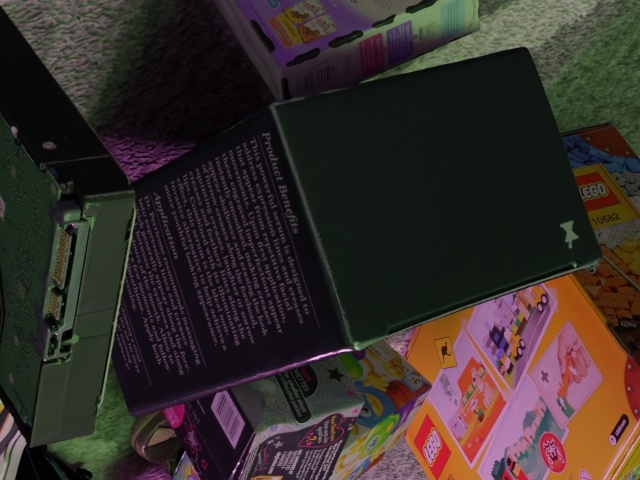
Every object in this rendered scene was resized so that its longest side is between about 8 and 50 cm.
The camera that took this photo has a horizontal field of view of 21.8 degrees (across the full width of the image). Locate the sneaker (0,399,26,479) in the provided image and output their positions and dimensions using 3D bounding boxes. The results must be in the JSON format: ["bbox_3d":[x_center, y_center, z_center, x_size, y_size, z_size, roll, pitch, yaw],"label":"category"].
[{"bbox_3d":[-0.380,0.204,1.756,0.127,0.126,0.321,2,126,-47],"label":"sneaker"}]

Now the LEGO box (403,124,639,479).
[{"bbox_3d":[0.300,0.173,2.052,0.193,0.372,0.500,-13,144,-28],"label":"LEGO box"}]

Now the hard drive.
[{"bbox_3d":[-0.251,-0.036,1.302,0.064,0.339,0.237,-9,130,-30],"label":"hard drive"}]

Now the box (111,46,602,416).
[{"bbox_3d":[0.000,0.000,1.535,0.293,0.212,0.395,-16,176,-36],"label":"box"}]

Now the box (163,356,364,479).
[{"bbox_3d":[-0.082,0.141,1.801,0.142,0.247,0.163,-12,143,-31],"label":"box"}]

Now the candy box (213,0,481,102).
[{"bbox_3d":[0.018,-0.223,1.470,0.196,0.165,0.070,-25,148,-11],"label":"candy box"}]

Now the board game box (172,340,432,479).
[{"bbox_3d":[-0.019,0.229,1.993,0.275,0.142,0.144,-30,155,-44],"label":"board game box"}]

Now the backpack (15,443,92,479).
[{"bbox_3d":[-0.315,0.341,1.946,0.117,0.173,0.158,-33,149,2],"label":"backpack"}]

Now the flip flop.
[{"bbox_3d":[-0.176,0.219,1.976,0.112,0.080,0.277,-49,163,-2],"label":"flip flop"}]
